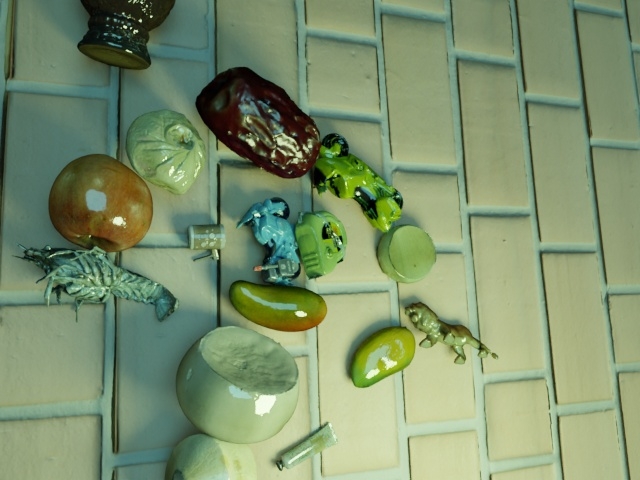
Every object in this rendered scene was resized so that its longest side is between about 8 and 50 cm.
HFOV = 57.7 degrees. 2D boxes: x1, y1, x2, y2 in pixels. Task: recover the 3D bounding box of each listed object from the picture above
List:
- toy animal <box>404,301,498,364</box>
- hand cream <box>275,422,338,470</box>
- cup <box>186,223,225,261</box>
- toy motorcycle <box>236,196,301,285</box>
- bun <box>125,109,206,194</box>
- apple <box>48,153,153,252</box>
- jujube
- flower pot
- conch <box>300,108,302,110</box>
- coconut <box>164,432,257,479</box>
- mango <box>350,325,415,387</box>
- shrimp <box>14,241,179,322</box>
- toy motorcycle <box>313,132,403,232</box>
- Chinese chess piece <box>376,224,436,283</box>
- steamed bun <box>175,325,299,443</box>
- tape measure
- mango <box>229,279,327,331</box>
[{"bbox_3d":[0.398,0.288,1.830,0.313,0.097,0.157,24,32,-21],"label":"toy animal"},{"bbox_3d":[-0.037,0.594,1.654,0.195,0.042,0.067,-23,88,-26],"label":"hand cream"},{"bbox_3d":[-0.327,0.001,1.647,0.099,0.102,0.074,-1,43,-19],"label":"cup"},{"bbox_3d":[-0.146,0.001,1.673,0.182,0.124,0.271,-3,74,-36],"label":"toy motorcycle"},{"bbox_3d":[-0.398,-0.250,1.577,0.244,0.153,0.243,38,36,-34],"label":"bun"},{"bbox_3d":[-0.554,-0.096,1.485,0.254,0.253,0.253,4,79,-20],"label":"apple"},{"bbox_3d":[-0.168,-0.335,1.659,0.377,0.258,0.258,28,72,-20],"label":"jujube"},{"bbox_3d":[-0.540,-0.624,1.580,0.267,0.267,0.266,10,87,-18],"label":"flower pot"},{"bbox_3d":[-0.094,-0.383,1.800,0.076,0.056,0.085,44,68,6],"label":"conch"},{"bbox_3d":[-0.281,0.598,1.458,0.241,0.241,0.241,4,79,-20],"label":"coconut"},{"bbox_3d":[0.185,0.345,1.754,0.238,0.091,0.137,-22,82,-22],"label":"mango"},{"bbox_3d":[-0.567,0.108,1.486,0.411,0.166,0.221,17,118,-37],"label":"shrimp"},{"bbox_3d":[0.106,-0.167,1.788,0.342,0.142,0.206,43,71,-7],"label":"toy motorcycle"},{"bbox_3d":[0.273,0.043,1.846,0.189,0.083,0.188,5,78,-23],"label":"Chinese chess piece"},{"bbox_3d":[-0.215,0.380,1.493,0.325,0.324,0.206,20,111,-16],"label":"steamed bun"},{"bbox_3d":[0.000,0.000,1.725,0.175,0.106,0.199,-19,89,-51],"label":"tape measure"},{"bbox_3d":[-0.121,0.187,1.643,0.289,0.146,0.129,12,64,-11],"label":"mango"}]
